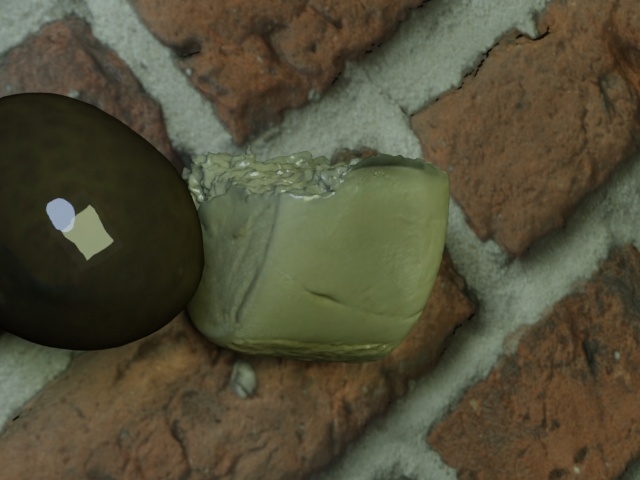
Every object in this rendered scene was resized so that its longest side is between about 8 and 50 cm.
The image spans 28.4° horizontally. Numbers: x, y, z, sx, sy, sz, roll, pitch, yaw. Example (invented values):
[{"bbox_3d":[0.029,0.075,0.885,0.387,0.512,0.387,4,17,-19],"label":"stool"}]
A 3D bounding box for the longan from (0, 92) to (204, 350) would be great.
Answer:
[{"bbox_3d":[-0.261,-0.018,1.306,0.243,0.300,0.300,-41,102,12],"label":"longan"}]

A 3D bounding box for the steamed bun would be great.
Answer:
[{"bbox_3d":[0.000,0.000,1.421,0.290,0.272,0.273,-2,80,-25],"label":"steamed bun"}]
